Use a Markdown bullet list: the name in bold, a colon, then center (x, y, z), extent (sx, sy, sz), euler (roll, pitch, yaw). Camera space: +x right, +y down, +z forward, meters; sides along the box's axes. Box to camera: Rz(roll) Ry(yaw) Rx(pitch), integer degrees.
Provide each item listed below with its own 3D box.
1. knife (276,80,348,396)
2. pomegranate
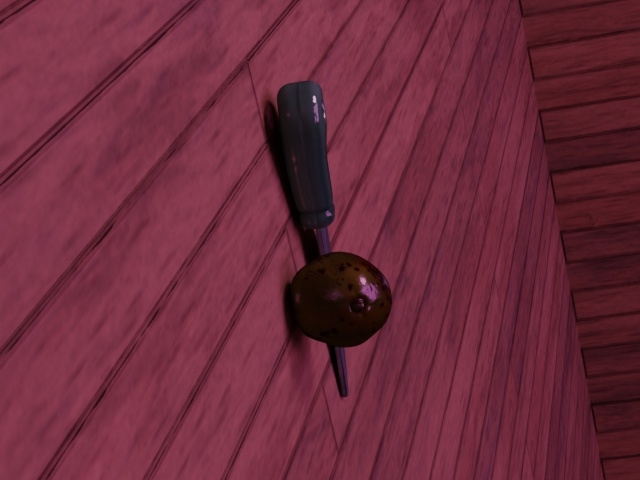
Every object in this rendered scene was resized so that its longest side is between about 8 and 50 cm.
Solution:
- **knife**: center (0.000, -0.001, 1.272), extent (0.063, 0.035, 0.260), euler (-93, 176, -60)
- **pomegranate**: center (0.017, 0.040, 1.206), extent (0.084, 0.073, 0.073), euler (-49, 129, -72)
